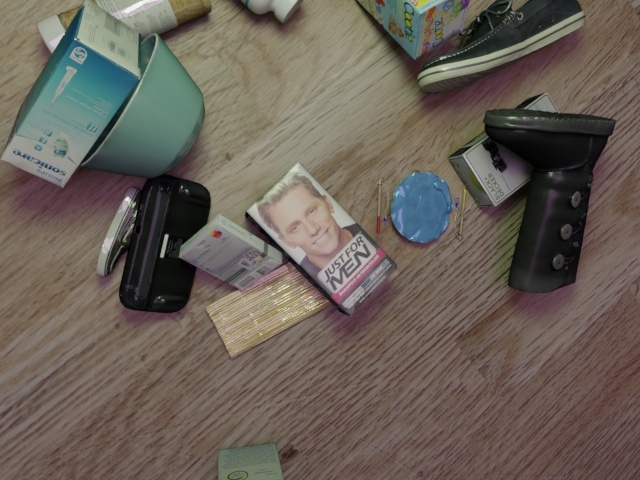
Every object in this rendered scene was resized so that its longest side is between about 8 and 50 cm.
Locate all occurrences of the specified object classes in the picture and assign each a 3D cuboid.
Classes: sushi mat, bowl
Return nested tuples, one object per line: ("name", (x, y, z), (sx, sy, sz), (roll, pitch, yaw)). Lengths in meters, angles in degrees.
("sushi mat", (-0.113, 0.156, 1.285), (0.317, 0.019, 0.151), (-28, 97, -8))
("bowl", (-0.362, -0.255, 1.090), (0.163, 0.312, 0.311), (31, 87, -35))

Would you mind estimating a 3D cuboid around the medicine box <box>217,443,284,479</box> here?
("medicine box", (-0.151, 0.655, 1.170), (0.149, 0.289, 0.263), (-4, 95, -11))

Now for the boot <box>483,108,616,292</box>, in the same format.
("boot", (0.524, -0.086, 1.268), (0.368, 0.146, 0.444), (-1, 113, -20))

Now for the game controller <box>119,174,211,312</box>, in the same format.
("game controller", (-0.353, 0.012, 1.189), (0.167, 0.067, 0.318), (12, 92, -47))

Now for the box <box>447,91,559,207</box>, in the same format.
("box", (0.503, -0.234, 1.350), (0.290, 0.087, 0.169), (-35, 100, -7))

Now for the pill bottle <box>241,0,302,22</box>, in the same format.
("pill bottle", (-0.157, -0.620, 1.162), (0.264, 0.146, 0.146), (40, 85, -12))

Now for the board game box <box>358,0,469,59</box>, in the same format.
("board game box", (0.195, -0.580, 1.178), (0.142, 0.144, 0.275), (-32, 69, -8))

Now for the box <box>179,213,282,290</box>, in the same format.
("box", (-0.204, 0.033, 1.179), (0.145, 0.038, 0.186), (-36, 129, 29))

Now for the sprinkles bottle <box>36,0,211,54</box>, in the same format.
("sprinkles bottle", (-0.421, -0.490, 1.128), (0.356, 0.121, 0.121), (-28, 99, -9))

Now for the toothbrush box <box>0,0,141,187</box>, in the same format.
("toothbrush box", (-0.485, -0.288, 1.012), (0.126, 0.216, 0.295), (29, 117, -37))

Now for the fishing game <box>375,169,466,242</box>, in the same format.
("fishing game", (0.260, -0.088, 1.336), (0.264, 0.041, 0.188), (0, 94, -20))

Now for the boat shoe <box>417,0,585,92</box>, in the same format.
("boat shoe", (0.435, -0.505, 1.276), (0.501, 0.187, 0.155), (-29, 97, -15))

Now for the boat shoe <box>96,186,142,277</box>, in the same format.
("boat shoe", (-0.444, -0.013, 1.176), (0.070, 0.078, 0.219), (22, 87, -12))

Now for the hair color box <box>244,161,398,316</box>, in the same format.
("hair color box", (0.000, 0.000, 1.238), (0.347, 0.105, 0.174), (45, 82, -6))
